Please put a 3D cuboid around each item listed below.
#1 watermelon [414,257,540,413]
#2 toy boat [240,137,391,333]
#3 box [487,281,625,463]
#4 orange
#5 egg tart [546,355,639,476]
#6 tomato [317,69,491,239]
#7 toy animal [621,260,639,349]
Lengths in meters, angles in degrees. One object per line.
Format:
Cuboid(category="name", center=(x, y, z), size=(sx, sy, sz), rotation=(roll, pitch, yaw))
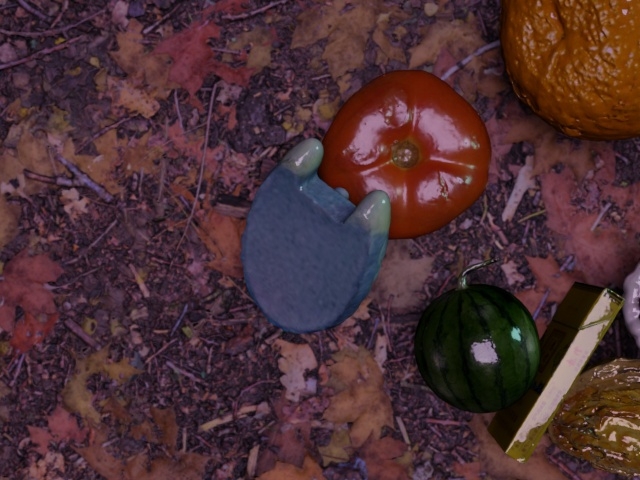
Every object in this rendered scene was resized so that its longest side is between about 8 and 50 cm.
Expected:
Cuboid(category="watermelon", center=(0.228, 0.147, 1.238), size=(0.188, 0.188, 0.214), rotation=(-19, 96, 1))
Cuboid(category="toy boat", center=(0.000, 0.000, 1.214), size=(0.215, 0.330, 0.123), rotation=(36, 46, 16))
Cuboid(category="box", center=(0.348, 0.193, 1.253), size=(0.041, 0.153, 0.279), rotation=(31, 91, 2))
Cuboid(category="orange", center=(0.428, -0.310, 1.175), size=(0.293, 0.341, 0.340), rotation=(-19, 89, -34))
Cuboid(category="egg tart", center=(0.470, 0.256, 1.269), size=(0.252, 0.098, 0.231), rotation=(-3, 120, 11))
Cuboid(category="tomato", center=(0.124, -0.121, 1.247), size=(0.260, 0.180, 0.259), rotation=(0, 92, 3))
Cuboid(category="toy animal", center=(0.536, 0.106, 1.233), size=(0.156, 0.204, 0.208), rotation=(-26, 74, 20))
